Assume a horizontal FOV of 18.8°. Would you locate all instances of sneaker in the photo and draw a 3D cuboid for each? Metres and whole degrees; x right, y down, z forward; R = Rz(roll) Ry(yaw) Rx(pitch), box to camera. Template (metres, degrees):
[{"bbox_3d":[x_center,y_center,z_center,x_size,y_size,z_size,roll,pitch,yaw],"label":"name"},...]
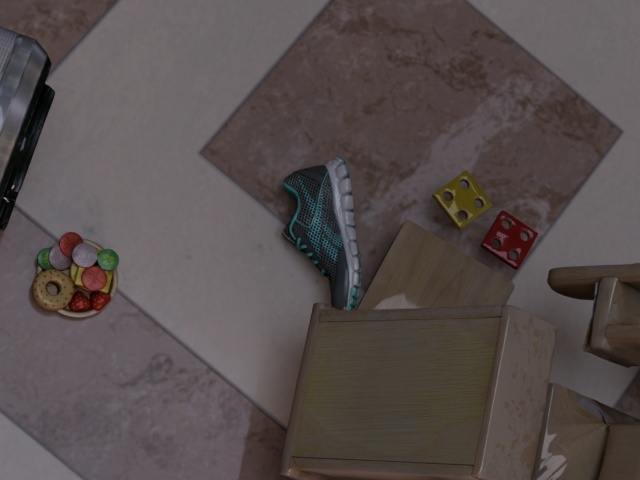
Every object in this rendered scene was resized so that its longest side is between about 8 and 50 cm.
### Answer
[{"bbox_3d":[0.000,0.000,1.956,0.076,0.065,0.166,-7,73,0],"label":"sneaker"}]

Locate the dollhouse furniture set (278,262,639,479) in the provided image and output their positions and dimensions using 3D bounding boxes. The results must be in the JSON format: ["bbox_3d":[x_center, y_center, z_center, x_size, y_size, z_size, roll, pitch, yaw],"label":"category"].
[{"bbox_3d":[0.196,0.197,1.863,0.394,0.256,0.362,24,71,-41],"label":"dollhouse furniture set"}]

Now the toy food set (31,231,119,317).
[{"bbox_3d":[-0.239,0.034,1.894,0.083,0.020,0.082,15,72,-10],"label":"toy food set"}]

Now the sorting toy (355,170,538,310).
[{"bbox_3d":[0.112,0.063,1.967,0.132,0.046,0.274,31,70,-5],"label":"sorting toy"}]

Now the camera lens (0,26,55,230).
[{"bbox_3d":[-0.398,-0.120,1.788,0.274,0.219,0.219,20,71,-9],"label":"camera lens"}]
